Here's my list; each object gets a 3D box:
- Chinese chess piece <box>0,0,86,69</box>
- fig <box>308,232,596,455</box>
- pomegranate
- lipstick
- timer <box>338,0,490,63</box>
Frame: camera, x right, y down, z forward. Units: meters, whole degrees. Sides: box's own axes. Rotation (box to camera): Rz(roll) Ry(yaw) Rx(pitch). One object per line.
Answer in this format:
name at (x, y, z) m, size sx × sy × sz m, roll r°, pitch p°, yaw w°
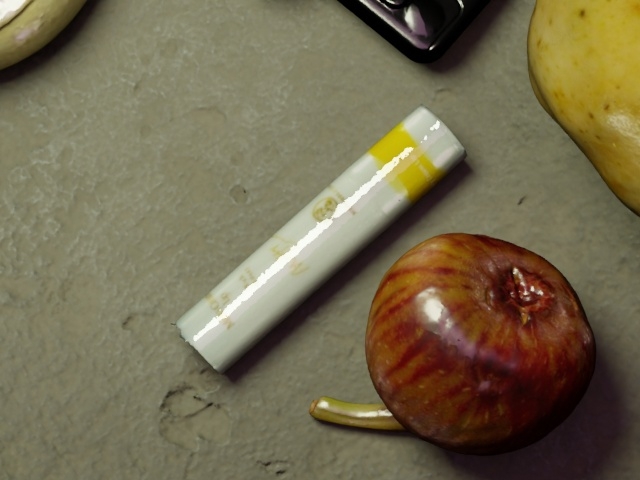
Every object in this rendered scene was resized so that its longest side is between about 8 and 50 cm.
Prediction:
Chinese chess piece at (-0.302, -0.262, 1.503) m, size 0.270 × 0.112 × 0.270 m, roll 0°, pitch 83°, yaw 4°
fig at (0.107, 0.097, 1.437) m, size 0.175 × 0.207 × 0.175 m, roll 14°, pitch 44°, yaw -14°
pomegranate at (0.318, -0.156, 1.368) m, size 0.332 × 0.332 × 0.332 m, roll 0°, pitch 83°, yaw 2°
lipstick at (0.000, 0.000, 1.485) m, size 0.264 × 0.059 × 0.059 m, roll -42°, pitch 83°, yaw -2°
timer at (0.090, -0.250, 1.500) m, size 0.144 × 0.055 × 0.187 m, roll 39°, pitch 78°, yaw 6°
